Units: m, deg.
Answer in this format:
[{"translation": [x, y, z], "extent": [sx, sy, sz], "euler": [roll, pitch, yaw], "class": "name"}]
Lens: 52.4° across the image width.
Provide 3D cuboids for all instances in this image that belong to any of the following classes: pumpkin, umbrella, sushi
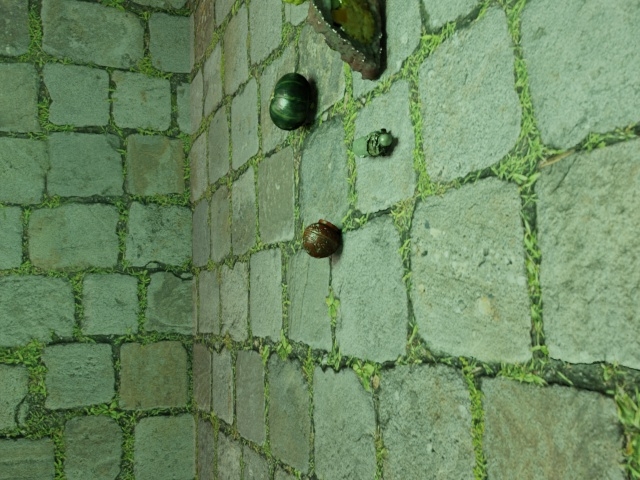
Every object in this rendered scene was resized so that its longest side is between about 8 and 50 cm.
[{"translation": [-0.084, -0.395, 1.867], "extent": [0.167, 0.125, 0.167], "euler": [-52, 21, 30], "class": "pumpkin"}, {"translation": [0.122, -0.221, 1.497], "extent": [0.067, 0.062, 0.143], "euler": [-61, 19, -14], "class": "umbrella"}, {"translation": [0.083, -0.509, 1.520], "extent": [0.161, 0.241, 0.107], "euler": [-49, 6, -14], "class": "sushi"}]

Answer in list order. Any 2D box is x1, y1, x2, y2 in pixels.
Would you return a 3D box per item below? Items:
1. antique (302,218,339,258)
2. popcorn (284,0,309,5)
[{"translation": [0.000, 0.000, 1.695], "extent": [0.104, 0.104, 0.104], "euler": [-179, 90, -65], "class": "antique"}, {"translation": [-0.056, -0.776, 1.758], "extent": [0.251, 0.206, 0.237], "euler": [-60, 5, -12], "class": "popcorn"}]
